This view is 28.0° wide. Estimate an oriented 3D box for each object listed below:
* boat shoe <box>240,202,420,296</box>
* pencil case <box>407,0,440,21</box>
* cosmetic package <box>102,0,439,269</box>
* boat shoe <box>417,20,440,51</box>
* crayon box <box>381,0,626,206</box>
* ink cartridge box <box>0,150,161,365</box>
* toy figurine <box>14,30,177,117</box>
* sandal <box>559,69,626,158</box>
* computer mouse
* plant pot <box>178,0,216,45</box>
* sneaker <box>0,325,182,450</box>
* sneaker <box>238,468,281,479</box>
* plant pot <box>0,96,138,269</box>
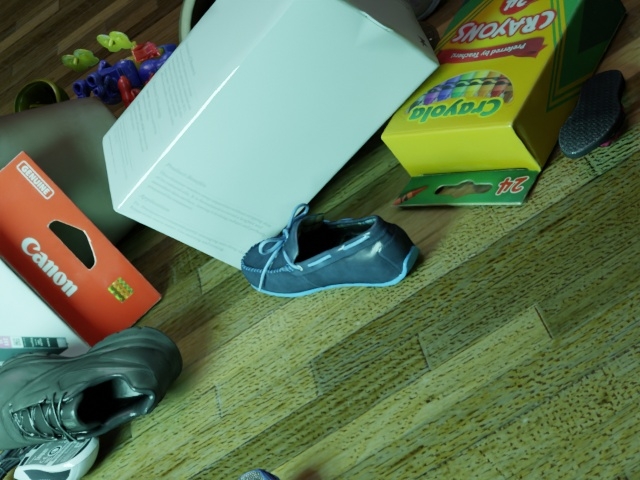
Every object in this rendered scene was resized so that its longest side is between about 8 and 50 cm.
[{"bbox_3d":[0.000,0.000,1.507,0.258,0.089,0.109,-11,41,39],"label":"boat shoe"},{"bbox_3d":[0.086,-0.408,1.907,0.124,0.113,0.273,-19,31,-5],"label":"pencil case"},{"bbox_3d":[-0.069,-0.168,1.567,0.385,0.217,0.156,-45,38,21],"label":"cosmetic package"},{"bbox_3d":[0.119,-0.247,1.710,0.080,0.073,0.223,-29,30,0],"label":"boat shoe"},{"bbox_3d":[0.209,-0.180,1.523,0.202,0.081,0.318,-1,49,45],"label":"crayon box"},{"bbox_3d":[-0.377,0.063,1.649,0.239,0.275,0.060,-43,12,-5],"label":"ink cartridge box"},{"bbox_3d":[-0.322,-0.240,2.159,0.362,0.191,0.217,-19,6,43],"label":"toy figurine"},{"bbox_3d":[0.307,-0.133,1.409,0.067,0.040,0.179,-13,26,29],"label":"sandal"},{"bbox_3d":[-0.333,0.274,1.555,0.193,0.042,0.106,-11,25,40],"label":"computer mouse"},{"bbox_3d":[-0.086,-0.304,1.866,0.263,0.263,0.229,-42,15,-4],"label":"plant pot"},{"bbox_3d":[-0.307,0.190,1.519,0.286,0.109,0.130,-22,20,12],"label":"sneaker"},{"bbox_3d":[-0.064,0.297,1.201,0.083,0.087,0.221,-28,33,18],"label":"sneaker"},{"bbox_3d":[-0.406,-0.064,1.850,0.280,0.323,0.323,-33,28,-19],"label":"plant pot"}]
